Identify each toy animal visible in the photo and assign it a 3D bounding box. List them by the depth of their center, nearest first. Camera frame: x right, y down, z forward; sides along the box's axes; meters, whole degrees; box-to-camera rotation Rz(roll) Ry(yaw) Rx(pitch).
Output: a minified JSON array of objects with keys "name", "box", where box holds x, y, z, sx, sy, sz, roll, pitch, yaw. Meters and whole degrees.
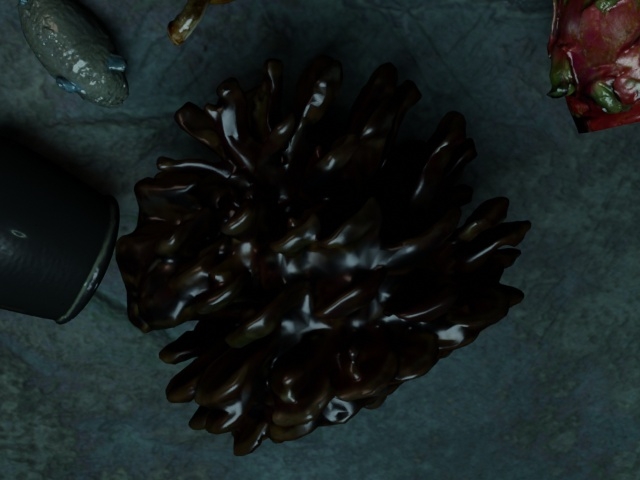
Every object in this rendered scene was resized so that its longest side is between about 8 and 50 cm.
[{"name":"toy animal","box":[-0.277,-0.220,1.834,0.070,0.079,0.253,-46,115,6]}]

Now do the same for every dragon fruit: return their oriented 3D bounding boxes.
[{"name":"dragon fruit","box":[0.279,-0.196,1.776,0.160,0.166,0.172,-7,98,55]}]

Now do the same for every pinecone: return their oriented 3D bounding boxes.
[{"name":"pinecone","box":[0.000,0.000,1.808,0.397,0.398,0.398,1,126,2]}]

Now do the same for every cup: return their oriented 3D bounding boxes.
[{"name":"cup","box":[-0.315,-0.003,1.960,0.176,0.169,0.223,21,159,-21]}]

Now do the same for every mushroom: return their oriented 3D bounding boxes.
[{"name":"mushroom","box":[-0.115,-0.247,1.803,0.088,0.073,0.129,37,86,-37]}]
